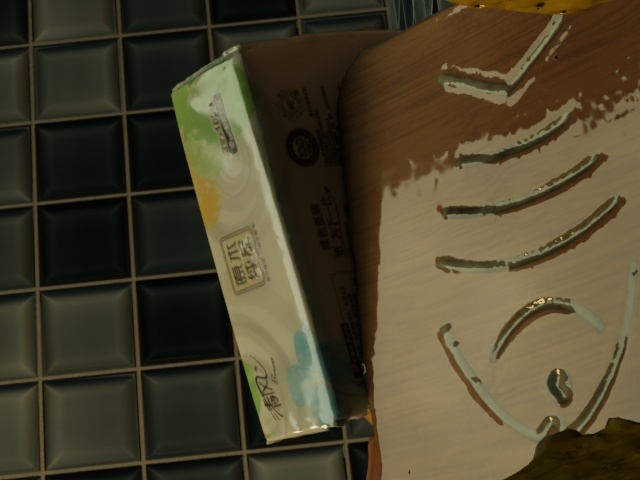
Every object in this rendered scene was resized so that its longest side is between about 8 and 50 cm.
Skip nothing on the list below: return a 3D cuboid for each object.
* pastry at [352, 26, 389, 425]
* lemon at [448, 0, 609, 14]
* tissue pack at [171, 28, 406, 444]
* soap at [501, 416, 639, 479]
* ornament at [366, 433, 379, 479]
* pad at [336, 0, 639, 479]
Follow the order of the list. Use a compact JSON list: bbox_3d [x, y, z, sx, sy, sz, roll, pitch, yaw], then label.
[{"bbox_3d":[0.098,-0.003,1.248,0.284,0.184,0.315,-136,39,-59],"label":"pastry"},{"bbox_3d":[0.083,-0.192,0.680,0.192,0.192,0.231,85,-179,-50],"label":"lemon"},{"bbox_3d":[0.000,0.000,1.054,0.145,0.159,0.229,-23,81,49],"label":"tissue pack"},{"bbox_3d":[0.117,0.119,0.583,0.338,0.169,0.304,85,162,-51],"label":"soap"},{"bbox_3d":[0.125,0.215,0.989,0.221,0.235,0.217,30,-125,-56],"label":"ornament"},{"bbox_3d":[0.109,0.001,0.854,0.286,0.018,0.284,-23,69,51],"label":"pad"}]
